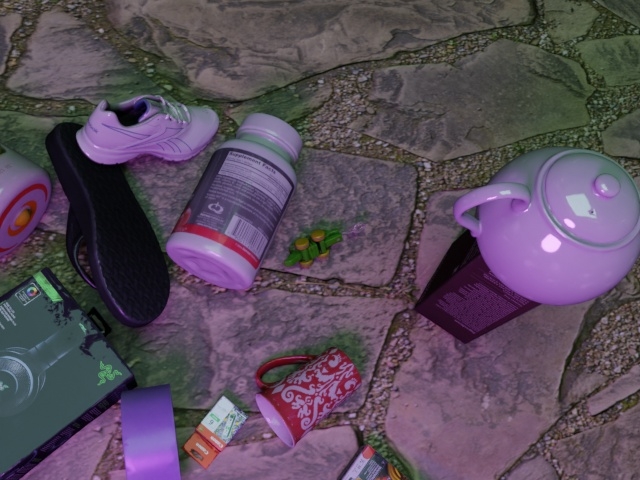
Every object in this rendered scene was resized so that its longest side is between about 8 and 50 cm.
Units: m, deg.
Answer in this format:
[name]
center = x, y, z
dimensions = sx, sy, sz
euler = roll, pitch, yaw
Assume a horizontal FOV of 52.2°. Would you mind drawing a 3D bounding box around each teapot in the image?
[teapot]
center = 0.349, -0.038, 0.921
dimensions = 0.252, 0.187, 0.256
euler = 42, 68, 9

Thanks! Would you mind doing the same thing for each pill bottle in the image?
[pill bottle]
center = -0.150, -0.081, 1.253
dimensions = 0.177, 0.176, 0.318
euler = 24, 67, -2

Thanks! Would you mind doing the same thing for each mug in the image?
[mug]
center = -0.028, 0.262, 1.189
dimensions = 0.169, 0.113, 0.150
euler = -32, 81, -24

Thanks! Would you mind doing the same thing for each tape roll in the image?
[tape roll]
center = -0.274, 0.334, 1.067
dimensions = 0.080, 0.189, 0.188
euler = -7, 72, -13

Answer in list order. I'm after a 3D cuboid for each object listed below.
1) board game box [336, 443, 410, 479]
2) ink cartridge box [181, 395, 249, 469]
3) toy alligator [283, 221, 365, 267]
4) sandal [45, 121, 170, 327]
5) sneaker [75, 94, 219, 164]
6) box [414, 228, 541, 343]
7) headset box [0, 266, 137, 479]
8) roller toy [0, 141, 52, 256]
[board game box]
center = 0.062, 0.539, 1.134
dimensions = 0.193, 0.053, 0.305
euler = 39, 67, 4
[ink cartridge box]
center = -0.188, 0.342, 1.168
dimensions = 0.063, 0.029, 0.115
euler = 39, 67, 4
[toy alligator]
center = 0.000, 0.000, 1.325
dimensions = 0.190, 0.056, 0.051
euler = -27, 37, -19
[sandal]
center = -0.403, -0.021, 1.212
dimensions = 0.107, 0.168, 0.445
euler = -39, 63, 23
[sneaker]
center = -0.315, -0.224, 1.273
dimensions = 0.297, 0.129, 0.111
euler = -19, 73, -42
[box]
center = 0.324, 0.042, 1.195
dimensions = 0.143, 0.381, 0.191
euler = 33, 66, 4
[headset box]
center = -0.482, 0.221, 1.098
dimensions = 0.283, 0.131, 0.246
euler = -37, 82, -22
[roller toy]
center = -0.578, -0.070, 1.155
dimensions = 0.146, 0.209, 0.191
euler = 31, 83, 0
